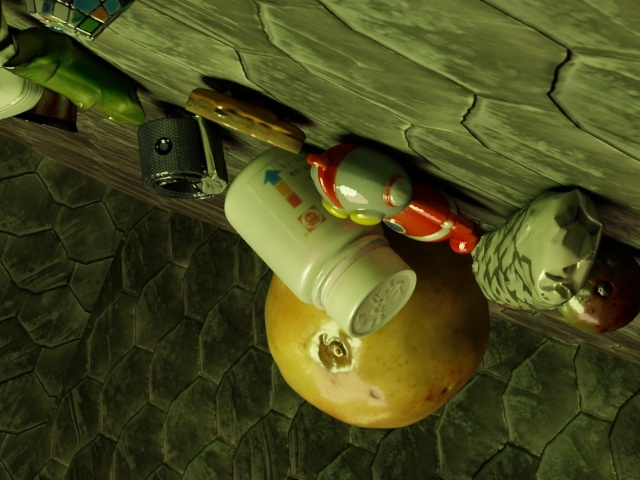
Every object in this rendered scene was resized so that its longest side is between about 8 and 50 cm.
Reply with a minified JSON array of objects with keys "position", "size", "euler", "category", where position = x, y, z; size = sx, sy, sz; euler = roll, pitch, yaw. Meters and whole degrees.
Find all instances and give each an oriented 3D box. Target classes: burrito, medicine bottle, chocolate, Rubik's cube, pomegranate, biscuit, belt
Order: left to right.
[{"position":[-0.515,-0.259,2.196],"size":[0.149,0.080,0.125],"euler":[14,-174,2],"category":"chocolate"},{"position":[-0.226,-0.242,1.095],"size":[0.111,0.111,0.093],"euler":[21,147,4],"category":"Rubik's cube"},{"position":[-0.231,-0.146,1.965],"size":[0.140,0.126,0.230],"euler":[-8,170,8],"category":"belt"},{"position":[-0.102,-0.171,1.591],"size":[0.170,0.050,0.170],"euler":[22,-177,-1],"category":"biscuit"},{"position":[0.000,0.000,1.758],"size":[0.293,0.170,0.170],"euler":[46,-173,27],"category":"medicine bottle"},{"position":[0.102,0.122,2.006],"size":[0.412,0.411,0.411],"euler":[21,175,2],"category":"pomegranate"},{"position":[0.275,0.028,1.551],"size":[0.101,0.139,0.445],"euler":[-7,173,-5],"category":"burrito"},{"position":[0.395,0.068,1.626],"size":[0.129,0.129,0.159],"euler":[18,-179,34],"category":"pomegranate"}]

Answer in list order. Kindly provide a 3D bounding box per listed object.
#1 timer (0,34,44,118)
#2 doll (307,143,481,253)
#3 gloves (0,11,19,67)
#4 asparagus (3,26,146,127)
[{"position":[-0.569,-0.246,1.811],"size":[0.315,0.290,0.291],"euler":[-7,163,23],"category":"timer"},{"position":[0.094,-0.058,1.632],"size":[0.200,0.105,0.336],"euler":[21,177,42],"category":"doll"},{"position":[-0.493,-0.306,1.488],"size":[0.218,0.131,0.140],"euler":[58,160,-24],"category":"gloves"},{"position":[-0.353,-0.238,1.727],"size":[0.082,0.085,0.343],"euler":[6,174,27],"category":"asparagus"}]
